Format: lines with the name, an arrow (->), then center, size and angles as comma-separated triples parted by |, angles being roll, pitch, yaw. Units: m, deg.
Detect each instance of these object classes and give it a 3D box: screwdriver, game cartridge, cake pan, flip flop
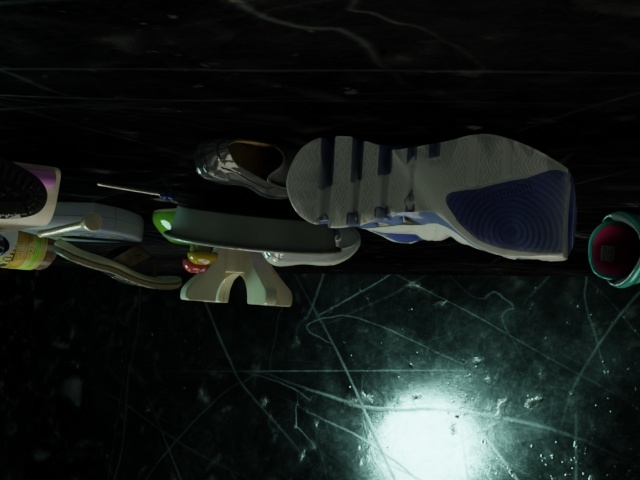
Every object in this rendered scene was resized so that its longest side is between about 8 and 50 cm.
screwdriver -> -0.262, -0.070, 1.793 | 0.170, 0.025, 0.024 | 4, 175, -24
game cartridge -> -0.444, -0.032, 2.177 | 0.198, 0.062, 0.297 | 6, 176, 9
cake pan -> -0.107, -0.020, 1.886 | 0.293, 0.054, 0.293 | 6, -176, 0
flip flop -> -0.390, 0.037, 2.275 | 0.277, 0.080, 0.112 | 23, 170, -29

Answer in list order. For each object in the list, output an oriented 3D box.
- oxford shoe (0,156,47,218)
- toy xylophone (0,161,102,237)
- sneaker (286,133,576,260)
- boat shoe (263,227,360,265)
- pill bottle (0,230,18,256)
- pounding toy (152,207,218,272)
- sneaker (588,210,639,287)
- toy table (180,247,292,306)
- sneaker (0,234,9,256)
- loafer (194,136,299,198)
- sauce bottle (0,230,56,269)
oxford shoe -> -0.465, -0.080, 1.514 | 0.227, 0.083, 0.096 | 13, 180, -1
toy xylophone -> -0.474, -0.056, 1.718 | 0.236, 0.081, 0.323 | 7, 173, -44
sneaker -> 0.137, -0.054, 1.320 | 0.315, 0.127, 0.182 | 8, -179, 18
boat shoe -> -0.001, -0.001, 2.142 | 0.227, 0.079, 0.081 | -8, 158, -40
pill bottle -> -0.644, -0.017, 2.015 | 0.221, 0.124, 0.124 | 1, 175, 19
pounding toy -> -0.196, 0.005, 2.135 | 0.237, 0.110, 0.183 | 1, 175, 18
sneaker -> 0.520, 0.023, 1.893 | 0.178, 0.124, 0.295 | -2, 168, -4
toy table -> -0.164, 0.050, 2.371 | 0.252, 0.161, 0.274 | 5, 176, -23
sneaker -> -0.501, 0.002, 1.690 | 0.073, 0.063, 0.162 | -16, 178, 2
loafer -> -0.058, -0.084, 1.337 | 0.170, 0.062, 0.061 | 4, 170, -35
sauce bottle -> -0.671, -0.005, 2.242 | 0.111, 0.111, 0.344 | -2, 175, 39
